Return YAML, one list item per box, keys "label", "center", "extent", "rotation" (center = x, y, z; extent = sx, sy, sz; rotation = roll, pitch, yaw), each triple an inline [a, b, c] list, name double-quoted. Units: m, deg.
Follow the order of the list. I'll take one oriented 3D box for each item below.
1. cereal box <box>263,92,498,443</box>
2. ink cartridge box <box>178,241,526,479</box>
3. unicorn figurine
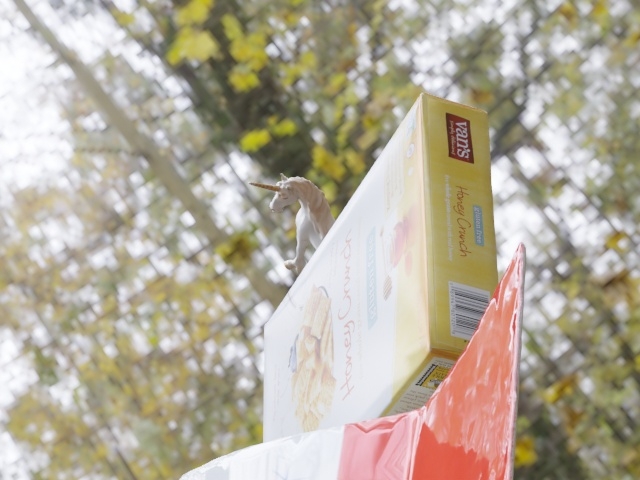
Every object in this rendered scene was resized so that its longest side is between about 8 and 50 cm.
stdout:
- label: "cereal box"
  center: [0.027, 0.058, 0.935]
  extent: [0.047, 0.173, 0.240]
  rotation: [14, -41, -18]
- label: "ink cartridge box"
  center: [-0.037, 0.212, 0.673]
  extent: [0.091, 0.308, 0.385]
  rotation: [18, -40, -9]
- label: "unicorn figurine"
  center: [0.000, 0.000, 1.594]
  extent: [0.060, 0.162, 0.111]
  rotation: [-56, -5, -39]
